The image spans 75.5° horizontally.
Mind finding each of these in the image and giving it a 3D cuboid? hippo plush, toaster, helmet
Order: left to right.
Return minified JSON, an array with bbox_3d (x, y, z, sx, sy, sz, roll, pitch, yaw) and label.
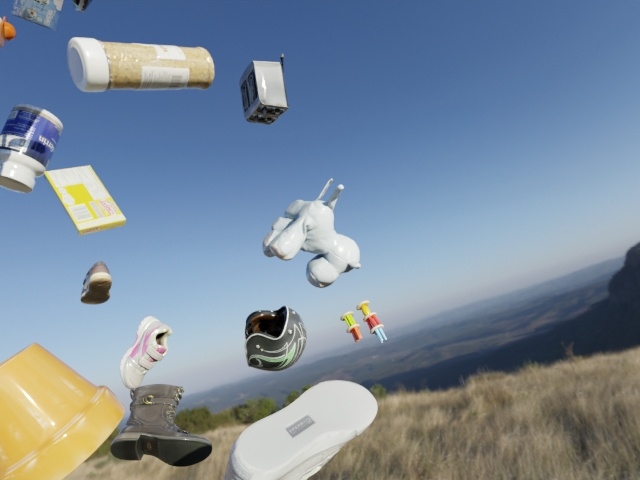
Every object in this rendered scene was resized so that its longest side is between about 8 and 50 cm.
[{"bbox_3d":[-0.189,-0.501,1.387,0.110,0.186,0.168,-7,-2,-29],"label":"toaster"},{"bbox_3d":[-0.116,0.260,1.096,0.161,0.169,0.169,-6,-17,-7],"label":"helmet"},{"bbox_3d":[0.000,0.000,1.222,0.294,0.236,0.234,-43,20,3],"label":"hippo plush"}]

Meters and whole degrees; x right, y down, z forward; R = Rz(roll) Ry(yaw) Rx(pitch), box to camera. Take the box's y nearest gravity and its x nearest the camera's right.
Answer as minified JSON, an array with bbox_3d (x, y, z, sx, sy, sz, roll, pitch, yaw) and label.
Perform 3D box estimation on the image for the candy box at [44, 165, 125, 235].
[{"bbox_3d":[-0.563,-0.101,0.985,0.105,0.206,0.027,-19,-31,-44],"label":"candy box"}]

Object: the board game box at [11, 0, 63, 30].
[{"bbox_3d":[-0.672,-0.561,0.981,0.090,0.020,0.090,7,-43,-43],"label":"board game box"}]

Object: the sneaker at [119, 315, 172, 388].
[{"bbox_3d":[-0.606,0.394,1.448,0.111,0.252,0.103,5,-23,22],"label":"sneaker"}]

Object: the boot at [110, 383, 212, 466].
[{"bbox_3d":[-0.405,0.471,1.105,0.262,0.091,0.229,10,19,-7],"label":"boot"}]

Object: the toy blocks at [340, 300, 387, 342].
[{"bbox_3d":[0.149,0.298,1.405,0.123,0.148,0.054,-37,-34,11],"label":"toy blocks"}]

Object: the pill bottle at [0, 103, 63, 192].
[{"bbox_3d":[-0.980,-0.302,1.370,0.153,0.265,0.153,7,-20,3],"label":"pill bottle"}]

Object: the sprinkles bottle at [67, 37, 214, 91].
[{"bbox_3d":[-0.461,-0.460,1.100,0.355,0.121,0.121,-22,-7,-45],"label":"sprinkles bottle"}]

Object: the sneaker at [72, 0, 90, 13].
[{"bbox_3d":[-0.671,-0.731,1.140,0.097,0.084,0.234,31,-24,-27],"label":"sneaker"}]

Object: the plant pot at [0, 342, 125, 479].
[{"bbox_3d":[-0.471,0.281,0.680,0.205,0.188,0.205,-31,11,7],"label":"plant pot"}]

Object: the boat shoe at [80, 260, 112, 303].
[{"bbox_3d":[-0.884,0.174,1.636,0.102,0.092,0.285,6,-32,-32],"label":"boat shoe"}]

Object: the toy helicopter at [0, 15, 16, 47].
[{"bbox_3d":[-0.822,-0.553,0.978,0.234,0.355,0.140,17,-38,-13],"label":"toy helicopter"}]

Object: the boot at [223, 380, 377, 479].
[{"bbox_3d":[-0.030,0.297,0.601,0.258,0.095,0.123,-4,-54,-43],"label":"boot"}]
